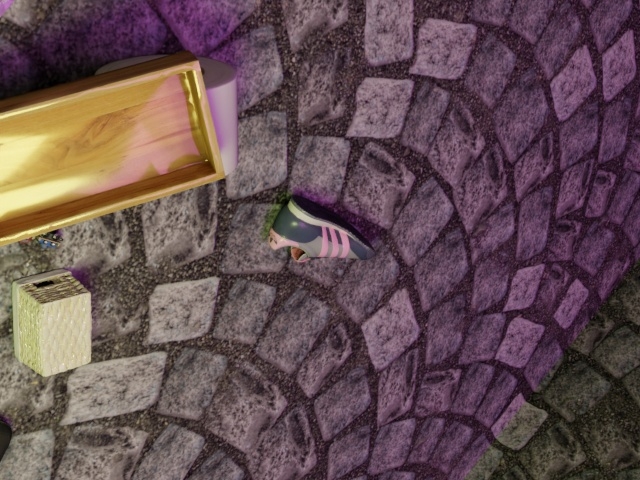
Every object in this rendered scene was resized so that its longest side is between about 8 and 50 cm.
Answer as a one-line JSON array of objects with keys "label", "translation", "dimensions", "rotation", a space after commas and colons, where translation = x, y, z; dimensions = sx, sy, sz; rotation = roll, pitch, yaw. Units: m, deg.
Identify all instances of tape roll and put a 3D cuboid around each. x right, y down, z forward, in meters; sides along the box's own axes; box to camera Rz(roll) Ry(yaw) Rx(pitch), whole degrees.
[{"label": "tape roll", "translation": [-0.266, -0.216, 1.570], "dimensions": [0.246, 0.246, 0.169], "rotation": [-19, 124, -37]}]

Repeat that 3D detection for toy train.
[{"label": "toy train", "translation": [-0.527, -0.013, 1.582], "dimensions": [0.158, 0.027, 0.036], "rotation": [19, 100, -48]}]

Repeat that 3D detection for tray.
[{"label": "tray", "translation": [-0.370, -0.139, 1.378], "dimensions": [0.411, 0.076, 0.202], "rotation": [-19, 121, -14]}]

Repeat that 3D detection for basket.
[{"label": "basket", "translation": [-0.492, 0.153, 1.647], "dimensions": [0.113, 0.103, 0.167], "rotation": [-15, 120, -40]}]

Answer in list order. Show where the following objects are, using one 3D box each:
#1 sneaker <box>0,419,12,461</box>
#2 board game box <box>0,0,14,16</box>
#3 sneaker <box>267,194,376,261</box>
[{"label": "sneaker", "translation": [-0.652, 0.468, 1.641], "dimensions": [0.283, 0.124, 0.107], "rotation": [-53, 138, -10]}, {"label": "board game box", "translation": [-0.628, -0.390, 1.267], "dimensions": [0.208, 0.056, 0.347], "rotation": [-50, 137, -7]}, {"label": "sneaker", "translation": [0.000, 0.000, 2.075], "dimensions": [0.131, 0.112, 0.319], "rotation": [-50, 137, 12]}]
